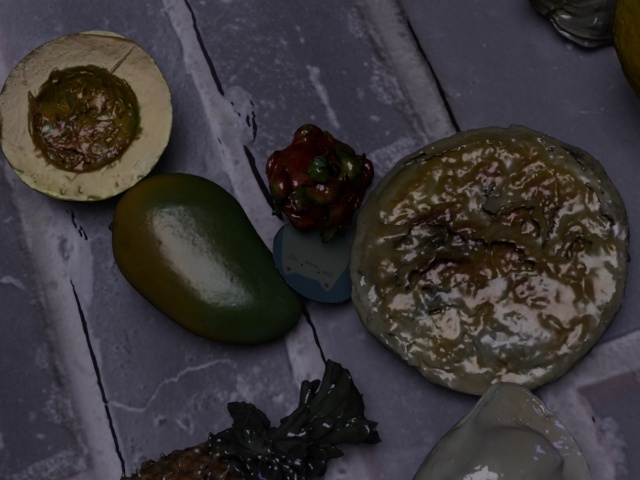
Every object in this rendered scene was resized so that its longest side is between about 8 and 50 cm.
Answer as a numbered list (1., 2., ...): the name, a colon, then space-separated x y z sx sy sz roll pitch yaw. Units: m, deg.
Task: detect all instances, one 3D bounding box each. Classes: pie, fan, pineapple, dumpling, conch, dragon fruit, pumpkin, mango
1. pie: 0.190 0.011 1.419 0.339 0.077 0.339 -4 65 9
2. fan: 0.000 0.000 1.471 0.113 0.005 0.175 23 48 -15
3. pineapple: -0.085 0.242 1.335 0.310 0.141 0.170 -34 39 -15
4. dumpling: 0.176 0.279 1.277 0.179 0.131 0.252 37 84 -2
5. conch: 0.340 -0.316 1.553 0.207 0.130 0.155 -9 97 -18
6. dragon fruit: 0.008 -0.069 1.455 0.138 0.175 0.142 -14 85 -14
7. pumpkin: -0.285 -0.137 1.567 0.217 0.110 0.217 0 72 -1
8. mango: -0.134 0.028 1.455 0.156 0.114 0.251 -39 79 -24

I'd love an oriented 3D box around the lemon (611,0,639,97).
1. lemon: 0.462 -0.240 1.388 0.293 0.293 0.293 -4 64 8
